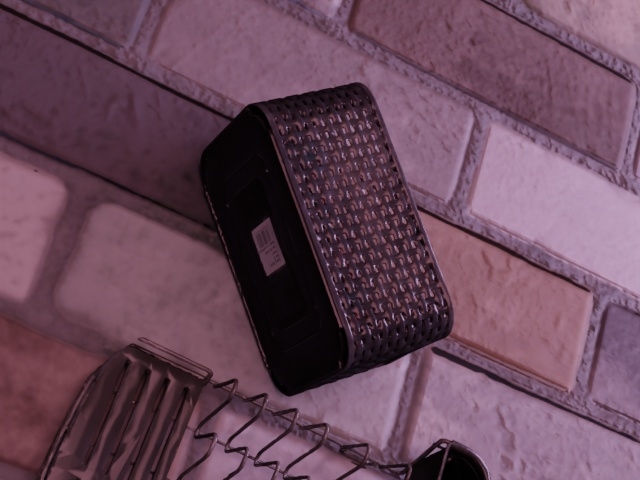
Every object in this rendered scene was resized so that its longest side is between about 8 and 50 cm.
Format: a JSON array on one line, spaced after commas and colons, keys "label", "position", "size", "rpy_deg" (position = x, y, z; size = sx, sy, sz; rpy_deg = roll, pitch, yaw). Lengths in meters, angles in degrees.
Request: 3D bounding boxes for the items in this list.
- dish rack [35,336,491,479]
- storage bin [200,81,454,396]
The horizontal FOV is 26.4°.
[{"label": "dish rack", "position": [-0.043, 0.185, 0.852], "size": [0.272, 0.074, 0.208], "rpy_deg": [27, 63, -15]}, {"label": "storage bin", "position": [0.000, 0.000, 0.906], "size": [0.084, 0.122, 0.180], "rpy_deg": [-16, 80, -29]}]
